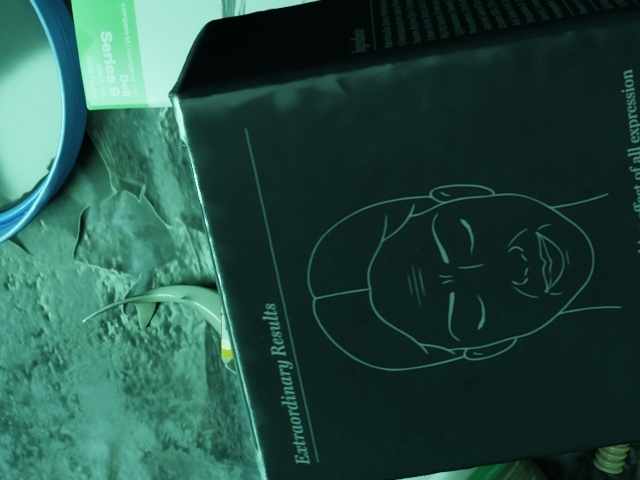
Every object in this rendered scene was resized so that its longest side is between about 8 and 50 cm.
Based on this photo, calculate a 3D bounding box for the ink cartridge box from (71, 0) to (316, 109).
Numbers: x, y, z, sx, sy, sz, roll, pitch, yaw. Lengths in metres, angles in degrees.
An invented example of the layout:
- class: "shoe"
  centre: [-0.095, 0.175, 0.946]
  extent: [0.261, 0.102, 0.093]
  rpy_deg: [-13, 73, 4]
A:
- class: "ink cartridge box"
  centre: [-0.049, -0.197, 1.220]
  extent: [0.289, 0.211, 0.121]
  rpy_deg: [1, 105, 23]

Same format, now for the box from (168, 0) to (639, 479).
- class: "box"
  centre: [0.128, -0.024, 0.916]
  extent: [0.395, 0.212, 0.293]
  rpy_deg: [-9, 111, 4]

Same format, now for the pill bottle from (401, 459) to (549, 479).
- class: "pill bottle"
  centre: [0.204, 0.368, 1.287]
  extent: [0.204, 0.204, 0.361]
  rpy_deg: [-40, 88, 28]

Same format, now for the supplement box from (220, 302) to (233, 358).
- class: "supplement box"
  centre: [0.000, 0.000, 1.270]
  extent: [0.129, 0.191, 0.194]
  rpy_deg: [6, 107, 21]

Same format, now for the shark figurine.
- class: "shark figurine"
  centre: [-0.100, 0.109, 1.393]
  extent: [0.278, 0.116, 0.166]
  rpy_deg: [36, 115, 7]

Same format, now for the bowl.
- class: "bowl"
  centre: [-0.430, -0.177, 1.466]
  extent: [0.391, 0.077, 0.391]
  rpy_deg: [7, 109, 21]

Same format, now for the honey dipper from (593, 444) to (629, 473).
- class: "honey dipper"
  centre: [0.301, 0.150, 1.281]
  extent: [0.030, 0.030, 0.160]
  rpy_deg: [19, 109, 17]
